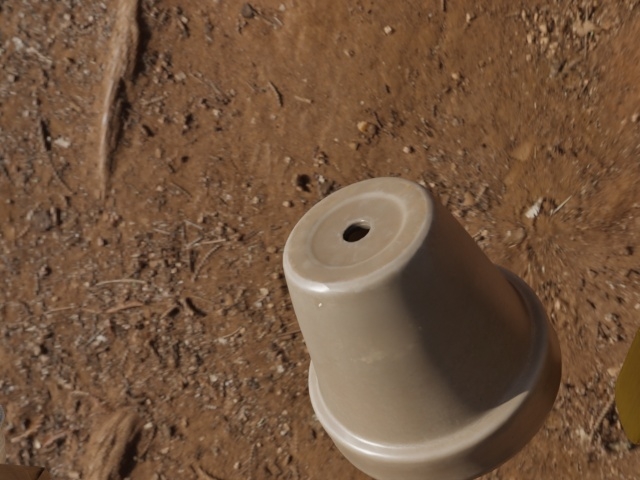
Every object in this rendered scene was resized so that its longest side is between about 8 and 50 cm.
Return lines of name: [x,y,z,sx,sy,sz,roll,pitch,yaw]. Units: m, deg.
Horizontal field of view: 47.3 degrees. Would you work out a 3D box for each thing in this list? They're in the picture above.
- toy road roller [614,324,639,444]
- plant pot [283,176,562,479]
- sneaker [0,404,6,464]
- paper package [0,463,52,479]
toy road roller: [0.436,0.155,0.684,0.203,0.329,0.240,-3,49,1]
plant pot: [0.079,0.066,0.712,0.263,0.263,0.229,-19,126,16]
sneaker: [-0.550,0.224,0.928,0.293,0.108,0.169,12,136,-17]
paper package: [-0.409,0.467,0.832,0.309,0.168,0.324,38,91,39]
